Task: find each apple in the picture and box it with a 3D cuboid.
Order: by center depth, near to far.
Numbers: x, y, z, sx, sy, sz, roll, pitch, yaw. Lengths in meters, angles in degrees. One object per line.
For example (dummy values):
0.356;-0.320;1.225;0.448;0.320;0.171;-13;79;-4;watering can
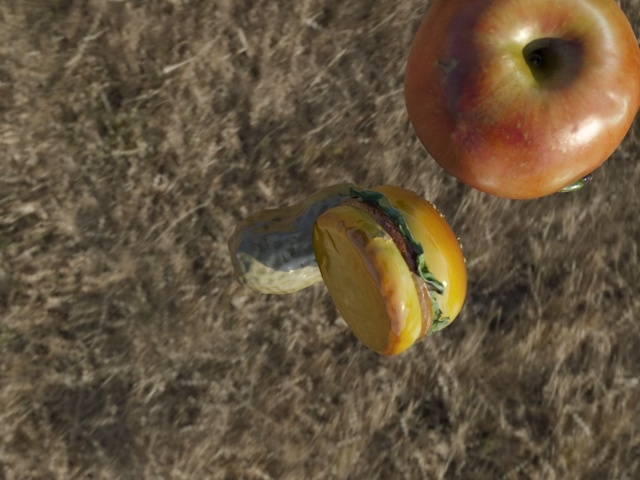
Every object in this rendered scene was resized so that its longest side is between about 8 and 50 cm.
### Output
0.134;-0.109;0.820;0.163;0.139;0.163;1;80;-3;apple

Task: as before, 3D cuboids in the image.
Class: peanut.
0.002;-0.009;1.850;0.291;0.143;0.159;-9;114;-5;peanut

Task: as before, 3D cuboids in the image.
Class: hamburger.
0.108;0.030;1.673;0.170;0.246;0.246;-26;101;-21;hamburger

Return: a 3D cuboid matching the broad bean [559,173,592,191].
0.299;-0.124;1.753;0.195;0.061;0.046;33;149;9;broad bean
